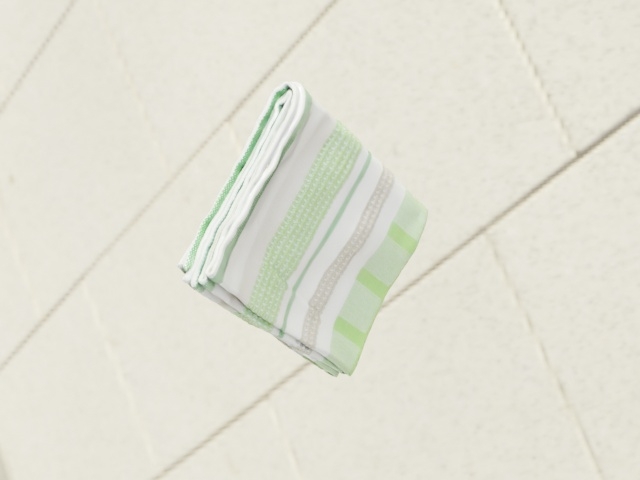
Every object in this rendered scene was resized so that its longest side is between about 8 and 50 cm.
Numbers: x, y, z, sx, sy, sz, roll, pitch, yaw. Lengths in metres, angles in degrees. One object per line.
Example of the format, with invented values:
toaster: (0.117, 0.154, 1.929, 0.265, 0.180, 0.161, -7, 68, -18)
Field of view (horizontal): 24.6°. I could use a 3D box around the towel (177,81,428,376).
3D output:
towel: (0.000, 0.000, 0.754, 0.023, 0.152, 0.113, 22, 80, 39)
